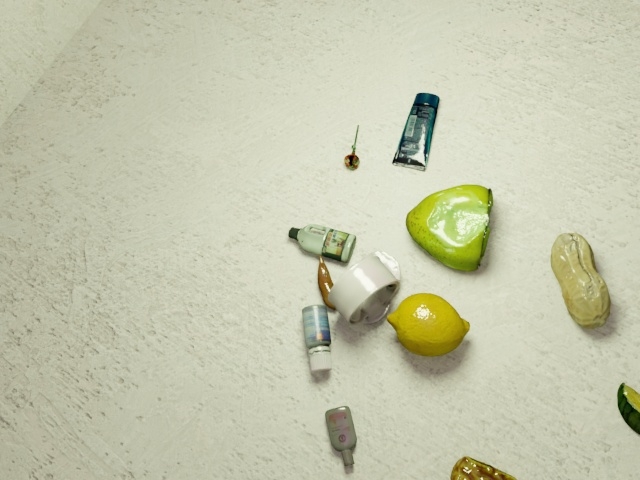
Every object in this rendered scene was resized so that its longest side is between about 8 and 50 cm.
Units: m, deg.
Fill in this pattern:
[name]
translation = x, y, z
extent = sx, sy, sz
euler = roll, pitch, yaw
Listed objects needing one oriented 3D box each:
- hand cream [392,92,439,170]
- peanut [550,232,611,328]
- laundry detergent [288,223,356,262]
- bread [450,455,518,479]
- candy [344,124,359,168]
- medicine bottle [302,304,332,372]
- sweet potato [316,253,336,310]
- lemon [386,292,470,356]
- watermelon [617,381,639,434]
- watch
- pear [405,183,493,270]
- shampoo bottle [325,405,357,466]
[hand cream]
translation = 0.336, -0.376, 1.971
extent = 0.120, 0.061, 0.271
euler = 14, 79, 17
[peanut]
translation = 0.757, 0.113, 1.673
extent = 0.129, 0.130, 0.291
euler = -14, 67, 6
[laundry detergent]
translation = 0.000, 0.000, 1.897
extent = 0.225, 0.070, 0.099
euler = 16, 85, 18
[bread]
translation = 0.434, 0.637, 1.502
extent = 0.181, 0.222, 0.096
euler = 18, 74, 21
[candy]
translation = 0.119, -0.331, 2.010
extent = 0.055, 0.049, 0.185
euler = 18, 63, -15
[medicine bottle]
translation = -0.009, 0.306, 1.784
extent = 0.083, 0.083, 0.203
euler = -9, 71, 8
[sweet potato]
translation = 0.016, 0.134, 1.850
extent = 0.056, 0.056, 0.195
euler = -18, 79, 5
[lemon]
translation = 0.316, 0.248, 1.681
extent = 0.243, 0.187, 0.187
euler = 10, 73, 4
[watermelon]
translation = 0.883, 0.487, 1.563
extent = 0.181, 0.075, 0.092
euler = 35, 37, 19
[watch]
translation = 0.137, 0.127, 1.738
extent = 0.244, 0.231, 0.196
euler = -41, 66, -1
[pear]
translation = 0.400, -0.064, 1.793
extent = 0.292, 0.159, 0.293
euler = -5, 70, 13
[shampoo bottle]
translation = 0.066, 0.579, 1.694
extent = 0.079, 0.040, 0.165
euler = -15, 68, 4
